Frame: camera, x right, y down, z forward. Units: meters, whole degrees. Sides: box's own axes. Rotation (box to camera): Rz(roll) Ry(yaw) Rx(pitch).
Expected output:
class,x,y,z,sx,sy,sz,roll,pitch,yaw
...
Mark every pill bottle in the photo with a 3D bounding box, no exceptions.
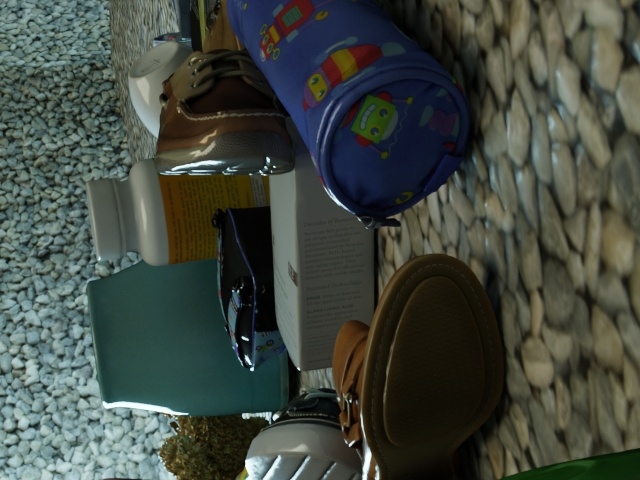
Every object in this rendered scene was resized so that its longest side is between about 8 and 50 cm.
class,x,y,z,sx,sy,sz,roll,pitch,yaw
pill bottle,-0.165,-0.041,1.395,0.136,0.246,0.136,171,90,-76

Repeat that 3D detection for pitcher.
class,x,y,z,sx,sy,sz,roll,pitch,yaw
pitcher,-0.163,-0.165,1.525,0.178,0.125,0.207,29,158,55

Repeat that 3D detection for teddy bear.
class,x,y,z,sx,sy,sz,roll,pitch,yaw
teddy bear,-0.152,0.303,1.684,0.245,0.113,0.338,37,-162,-42

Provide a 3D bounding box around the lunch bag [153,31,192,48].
class,x,y,z,sx,sy,sz,roll,pitch,yaw
lunch bag,-0.243,-0.316,1.894,0.053,0.083,0.071,-118,25,-55

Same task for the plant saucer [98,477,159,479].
class,x,y,z,sx,sy,sz,roll,pitch,yaw
plant saucer,-0.048,0.312,0.940,0.048,0.258,0.259,-42,-54,-59

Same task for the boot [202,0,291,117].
class,x,y,z,sx,sy,sz,roll,pitch,yaw
boot,-0.087,-0.241,1.178,0.115,0.112,0.305,11,113,39

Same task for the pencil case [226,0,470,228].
class,x,y,z,sx,sy,sz,roll,pitch,yaw
pencil case,0.018,-0.136,0.870,0.119,0.133,0.306,-47,35,15

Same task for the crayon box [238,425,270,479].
class,x,y,z,sx,sy,sz,roll,pitch,yaw
crayon box,-0.060,0.392,1.440,0.165,0.081,0.278,-112,35,-45

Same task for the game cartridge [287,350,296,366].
class,x,y,z,sx,sy,sz,roll,pitch,yaw
game cartridge,-0.034,0.119,1.449,0.056,0.017,0.083,-133,37,-61

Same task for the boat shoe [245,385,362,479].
class,x,y,z,sx,sy,sz,roll,pitch,yaw
boat shoe,-0.013,0.210,1.182,0.335,0.121,0.119,130,164,-69

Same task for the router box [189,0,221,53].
class,x,y,z,sx,sy,sz,roll,pitch,yaw
router box,-0.105,-0.330,1.325,0.243,0.081,0.308,-116,22,-53

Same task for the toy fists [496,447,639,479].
class,x,y,z,sx,sy,sz,roll,pitch,yaw
toy fists,0.109,0.185,0.632,0.279,0.142,0.096,121,139,-70

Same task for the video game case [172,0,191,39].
class,x,y,z,sx,sy,sz,roll,pitch,yaw
video game case,-0.233,-0.505,1.805,0.248,0.035,0.274,-110,17,-53

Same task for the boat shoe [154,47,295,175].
class,x,y,z,sx,sy,sz,roll,pitch,yaw
boat shoe,-0.099,-0.122,1.027,0.324,0.123,0.116,-158,68,-71

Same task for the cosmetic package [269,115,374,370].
class,x,y,z,sx,sy,sz,roll,pitch,yaw
cosmetic package,0.000,0.000,1.093,0.117,0.085,0.231,-124,27,-62

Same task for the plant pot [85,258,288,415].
class,x,y,z,sx,sy,sz,roll,pitch,yaw
plant pot,-0.195,0.128,1.575,0.271,0.255,0.271,173,90,-80

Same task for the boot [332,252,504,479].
class,x,y,z,sx,sy,sz,roll,pitch,yaw
boot,0.066,0.108,0.894,0.220,0.109,0.283,-118,16,-64

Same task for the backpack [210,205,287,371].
class,x,y,z,sx,sy,sz,roll,pitch,yaw
backpack,-0.059,0.061,1.298,0.158,0.117,0.173,-114,21,-48
